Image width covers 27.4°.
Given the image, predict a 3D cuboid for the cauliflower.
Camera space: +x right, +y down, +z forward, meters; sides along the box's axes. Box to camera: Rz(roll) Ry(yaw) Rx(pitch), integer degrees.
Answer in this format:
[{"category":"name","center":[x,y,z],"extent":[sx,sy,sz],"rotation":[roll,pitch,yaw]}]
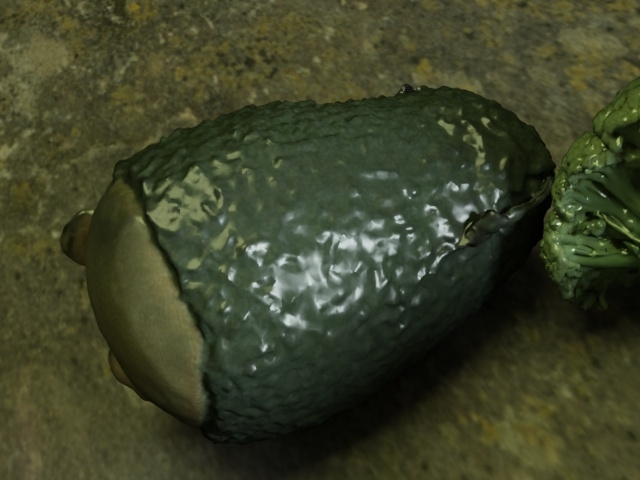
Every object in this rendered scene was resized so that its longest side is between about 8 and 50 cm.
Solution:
[{"category":"cauliflower","center":[0.296,0.007,0.843],"extent":[0.272,0.275,0.250],"rotation":[5,77,-9]}]

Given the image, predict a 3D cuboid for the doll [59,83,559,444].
[{"category":"doll","center":[0.000,0.000,0.963],"extent":[0.350,0.247,0.247],"rotation":[-24,36,-15]}]
